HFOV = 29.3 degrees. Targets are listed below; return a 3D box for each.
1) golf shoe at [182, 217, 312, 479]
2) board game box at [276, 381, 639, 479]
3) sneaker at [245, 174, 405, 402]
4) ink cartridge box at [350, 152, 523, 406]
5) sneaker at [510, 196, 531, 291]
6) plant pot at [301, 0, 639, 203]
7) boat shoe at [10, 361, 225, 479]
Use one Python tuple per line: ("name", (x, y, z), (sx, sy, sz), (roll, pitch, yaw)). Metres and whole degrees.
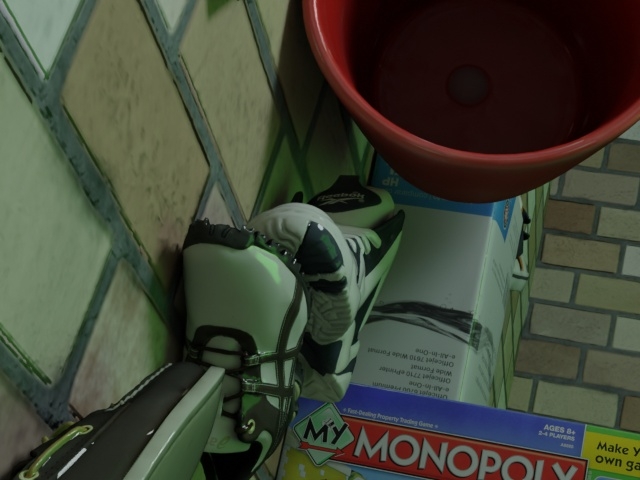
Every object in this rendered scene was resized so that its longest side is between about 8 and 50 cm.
("golf shoe", (-0.049, 0.075, 0.725), (0.198, 0.077, 0.094), (82, 22, -45))
("board game box", (0.115, 0.236, 0.960), (0.046, 0.317, 0.213), (50, 50, -70))
("sneaker", (0.000, 0.000, 0.834), (0.235, 0.094, 0.153), (73, 28, -59))
("ink cartridge box", (0.106, 0.082, 1.202), (0.223, 0.129, 0.307), (55, 45, -69))
("sneaker", (0.197, -0.009, 1.497), (0.321, 0.126, 0.127), (14, 90, -74))
("plant pot", (0.127, -0.151, 0.946), (0.243, 0.275, 0.274), (81, 21, -77))
("boat shoe", (-0.108, 0.117, 0.540), (0.227, 0.069, 0.081), (-56, 163, -58))
